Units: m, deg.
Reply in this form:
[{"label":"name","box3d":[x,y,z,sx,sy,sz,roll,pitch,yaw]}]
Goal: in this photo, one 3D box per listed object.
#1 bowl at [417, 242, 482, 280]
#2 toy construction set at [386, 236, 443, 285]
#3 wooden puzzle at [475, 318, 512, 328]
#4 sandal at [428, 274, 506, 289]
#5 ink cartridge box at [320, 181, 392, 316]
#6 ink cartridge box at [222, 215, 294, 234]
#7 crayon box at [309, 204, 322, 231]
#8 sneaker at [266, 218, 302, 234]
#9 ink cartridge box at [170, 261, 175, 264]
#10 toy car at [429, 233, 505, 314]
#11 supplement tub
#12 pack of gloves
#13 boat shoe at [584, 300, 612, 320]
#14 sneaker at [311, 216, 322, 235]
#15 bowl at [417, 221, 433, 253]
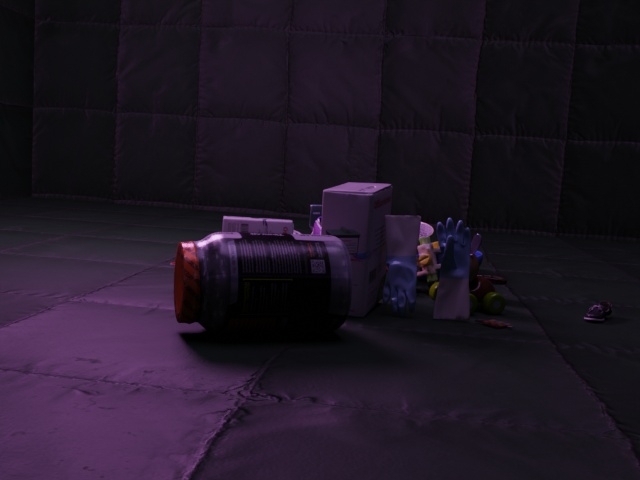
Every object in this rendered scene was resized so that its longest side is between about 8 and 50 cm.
[{"label":"bowl","box3d":[0.316,0.062,2.277,0.391,0.077,0.391,4,7,0]},{"label":"toy construction set","box3d":[0.190,0.053,1.868,0.328,0.151,0.215,16,-20,-38]},{"label":"wooden puzzle","box3d":[0.384,0.183,1.567,0.049,0.006,0.083,-2,8,-39]},{"label":"sandal","box3d":[0.388,0.125,1.888,0.219,0.060,0.090,-10,-3,32]},{"label":"ink cartridge box","box3d":[0.080,0.012,1.636,0.117,0.278,0.201,7,12,17]},{"label":"ink cartridge box","box3d":[-0.189,0.009,2.125,0.208,0.153,0.087,4,5,-8]},{"label":"crayon box","box3d":[0.090,-0.037,2.443,0.203,0.083,0.323,1,-16,10]},{"label":"sneaker","box3d":[-0.185,-0.019,2.553,0.115,0.105,0.281,-3,10,-45]},{"label":"ink cartridge box","box3d":[-0.225,0.093,1.686,0.231,0.078,0.134,6,6,20]},{"label":"toy car","box3d":[0.358,0.071,1.728,0.149,0.188,0.155,1,7,-19]},{"label":"supplement tub","box3d":[-0.113,0.081,1.367,0.316,0.193,0.193,2,7,-19]},{"label":"pack of gloves","box3d":[0.237,0.058,1.584,0.195,0.232,0.046,2,-5,2]},{"label":"boat shoe","box3d":[0.666,0.169,1.710,0.046,0.038,0.125,10,9,42]},{"label":"sneaker","box3d":[0.001,0.000,2.276,0.102,0.161,0.282,0,6,-20]},{"label":"bowl","box3d":[0.243,0.006,2.072,0.170,0.080,0.170,-3,21,1]}]
